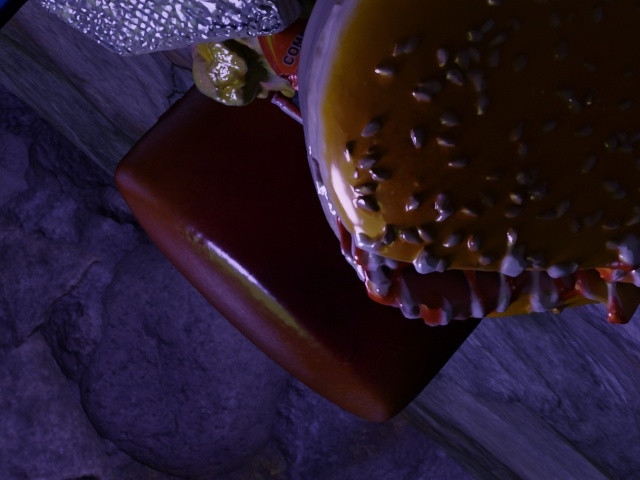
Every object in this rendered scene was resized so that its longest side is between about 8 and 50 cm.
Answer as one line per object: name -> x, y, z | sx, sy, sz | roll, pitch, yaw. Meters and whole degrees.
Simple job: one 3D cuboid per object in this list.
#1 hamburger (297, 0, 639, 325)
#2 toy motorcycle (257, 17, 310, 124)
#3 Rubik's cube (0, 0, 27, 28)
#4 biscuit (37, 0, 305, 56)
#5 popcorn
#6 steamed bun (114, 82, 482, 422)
hamburger -> 0.132, -0.073, 0.938 | 0.151, 0.295, 0.227 | -121, 27, -60
toy motorcycle -> 0.085, -0.089, 1.532 | 0.298, 0.089, 0.171 | 27, 170, 33
Rubik's cube -> -0.400, -0.333, 1.893 | 0.246, 0.248, 0.250 | 46, 168, -21
biscuit -> -0.141, -0.227, 1.552 | 0.250, 0.046, 0.147 | -4, 119, 34
popcorn -> -0.059, -0.182, 1.649 | 0.126, 0.126, 0.145 | 65, -167, 15
steamed bun -> 0.000, 0.000, 1.825 | 0.379, 0.235, 0.248 | 45, 172, -17
